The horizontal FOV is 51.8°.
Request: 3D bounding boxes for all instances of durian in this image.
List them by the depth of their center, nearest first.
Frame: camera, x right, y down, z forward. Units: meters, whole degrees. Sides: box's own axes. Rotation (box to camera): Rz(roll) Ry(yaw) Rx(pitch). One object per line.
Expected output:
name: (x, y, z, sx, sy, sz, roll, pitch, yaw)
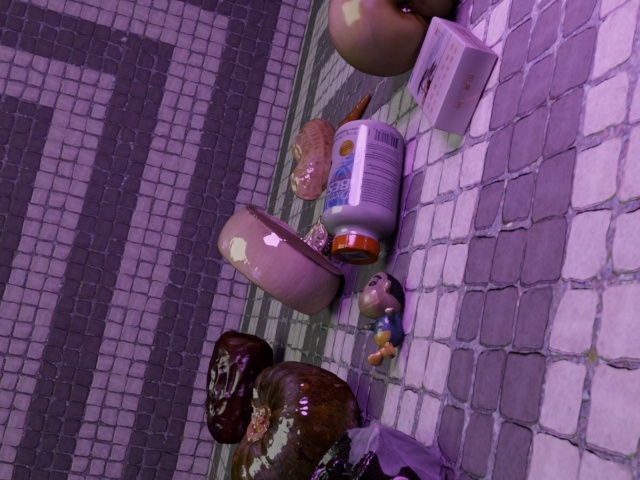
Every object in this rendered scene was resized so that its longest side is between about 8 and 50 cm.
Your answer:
durian: (-0.001, 0.000, 1.879, 0.110, 0.071, 0.140, 9, 80, 42)

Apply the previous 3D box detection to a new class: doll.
doll: (0.110, 0.134, 1.207, 0.102, 0.089, 0.179, -45, 31, 52)

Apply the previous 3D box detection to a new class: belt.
belt: (0.077, 0.378, 0.961, 0.184, 0.164, 0.289, -54, -1, -28)

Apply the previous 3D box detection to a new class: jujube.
jujube: (-0.269, 0.485, 2.207, 0.258, 0.258, 0.376, 136, 133, -68)

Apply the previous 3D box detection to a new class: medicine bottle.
medicine bottle: (0.089, -0.097, 1.392, 0.157, 0.157, 0.288, 131, 151, -65)

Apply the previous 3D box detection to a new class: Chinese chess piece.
Chinese chess piece: (-0.101, 0.049, 1.684, 0.140, 0.338, 0.338, -54, 15, 6)

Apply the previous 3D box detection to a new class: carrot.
carrot: (0.098, -0.362, 1.920, 0.216, 0.048, 0.048, 131, 151, -56)

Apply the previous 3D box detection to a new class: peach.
peach: (0.140, -0.488, 1.362, 0.292, 0.247, 0.292, -174, 90, -70)

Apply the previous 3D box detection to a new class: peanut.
peanut: (-0.021, -0.256, 2.072, 0.140, 0.153, 0.325, 112, 173, -53)

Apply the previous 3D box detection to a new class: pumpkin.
pumpkin: (-0.014, 0.397, 1.309, 0.232, 0.242, 0.325, -17, 51, 42)

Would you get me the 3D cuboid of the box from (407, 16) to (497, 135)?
box: (0.230, -0.304, 1.195, 0.233, 0.067, 0.149, -99, 27, -59)
